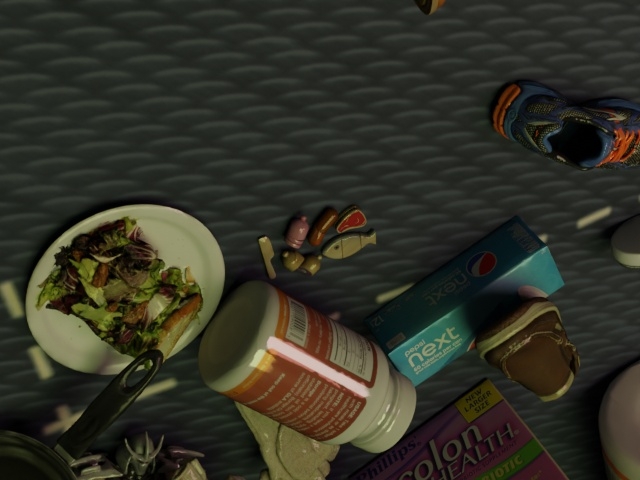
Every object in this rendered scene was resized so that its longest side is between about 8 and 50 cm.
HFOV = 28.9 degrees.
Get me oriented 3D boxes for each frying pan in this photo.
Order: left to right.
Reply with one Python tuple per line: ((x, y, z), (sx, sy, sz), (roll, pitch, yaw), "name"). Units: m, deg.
((-0.300, 0.225, 1.239), (0.197, 0.053, 0.326), (22, 91, 2), "frying pan")

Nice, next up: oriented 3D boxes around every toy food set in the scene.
((0.000, 0.000, 1.279), (0.122, 0.019, 0.078), (-23, 129, -11), "toy food set")

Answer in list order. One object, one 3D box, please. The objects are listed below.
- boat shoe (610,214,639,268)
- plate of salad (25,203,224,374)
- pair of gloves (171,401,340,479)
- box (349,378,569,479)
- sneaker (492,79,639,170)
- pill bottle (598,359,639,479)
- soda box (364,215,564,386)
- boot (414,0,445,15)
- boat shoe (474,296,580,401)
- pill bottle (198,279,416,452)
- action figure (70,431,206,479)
((0.441, -0.001, 1.469), (0.228, 0.080, 0.076), (-21, 128, -22), "boat shoe")
((-0.184, 0.056, 1.207), (0.200, 0.048, 0.200), (-13, 127, -18), "plate of salad")
((-0.077, 0.268, 1.359), (0.240, 0.042, 0.204), (-55, 130, -23), "pair of gloves")
((0.188, 0.324, 1.450), (0.213, 0.243, 0.117), (-35, 130, 0), "box")
((0.285, -0.104, 1.307), (0.221, 0.087, 0.083), (4, 120, -29), "sneaker")
((0.498, 0.349, 1.636), (0.224, 0.224, 0.392), (-26, 130, -8), "pill bottle")
((0.160, 0.069, 1.376), (0.210, 0.067, 0.071), (-34, 130, -1), "soda box")
((0.149, -0.304, 1.114), (0.152, 0.073, 0.197), (-16, 130, -21), "boot")
((0.243, 0.125, 1.361), (0.095, 0.095, 0.257), (-38, 163, 13), "boat shoe")
((-0.009, 0.138, 1.285), (0.216, 0.121, 0.121), (31, 105, -28), "pill bottle")
((-0.214, 0.324, 1.347), (0.185, 0.099, 0.285), (7, 115, -22), "action figure")
